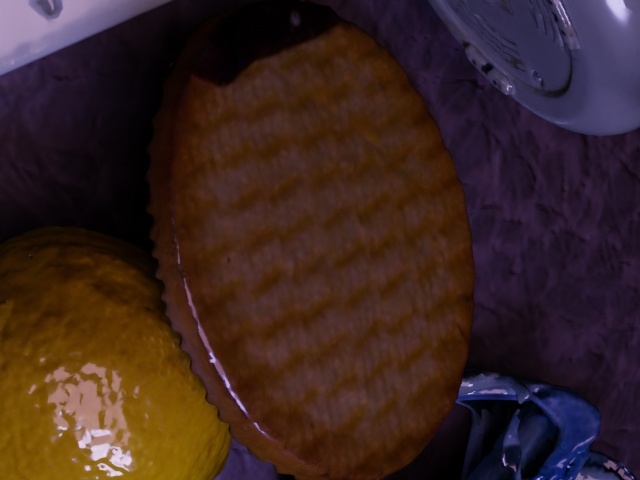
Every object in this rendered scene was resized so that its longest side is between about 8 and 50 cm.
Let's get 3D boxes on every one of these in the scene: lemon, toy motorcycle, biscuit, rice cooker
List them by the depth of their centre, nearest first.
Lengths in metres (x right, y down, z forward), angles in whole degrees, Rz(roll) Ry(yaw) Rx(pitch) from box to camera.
[{"bbox_3d":[-0.153,0.092,1.234,0.231,0.192,0.192,33,88,-24],"label":"lemon"},{"bbox_3d":[0.203,-0.233,1.269,0.277,0.288,0.288,-35,113,-13],"label":"rice cooker"},{"bbox_3d":[0.000,0.000,1.271,0.318,0.040,0.318,20,64,-48],"label":"biscuit"},{"bbox_3d":[0.091,0.204,1.399,0.260,0.154,0.206,-41,91,-5],"label":"toy motorcycle"}]

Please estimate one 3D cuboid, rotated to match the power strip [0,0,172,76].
[{"bbox_3d":[-0.239,-0.131,1.216,0.385,0.062,0.091,-26,108,-16],"label":"power strip"}]
